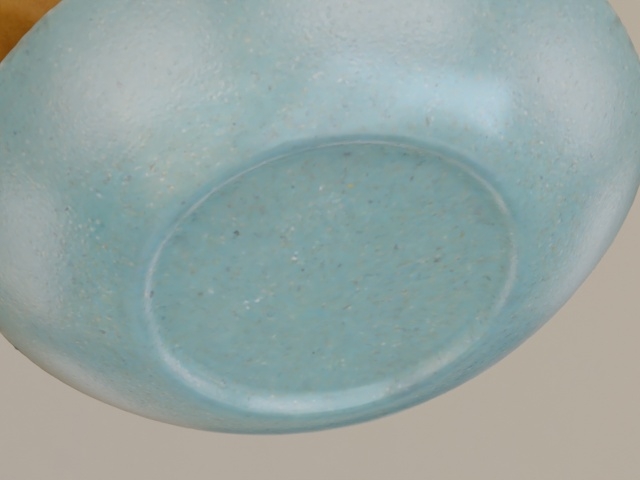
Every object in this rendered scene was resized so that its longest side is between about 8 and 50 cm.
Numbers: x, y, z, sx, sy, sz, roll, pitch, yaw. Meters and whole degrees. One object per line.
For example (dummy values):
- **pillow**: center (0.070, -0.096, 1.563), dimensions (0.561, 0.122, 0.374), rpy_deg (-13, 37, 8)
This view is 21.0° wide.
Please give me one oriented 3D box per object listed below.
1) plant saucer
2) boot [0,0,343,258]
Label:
- **plant saucer**: center (0.000, 0.000, 0.464), dimensions (0.195, 0.195, 0.037), rpy_deg (22, 36, -31)
- **boot**: center (-0.143, -0.052, 0.522), dimensions (0.295, 0.211, 0.104), rpy_deg (51, 12, 10)
